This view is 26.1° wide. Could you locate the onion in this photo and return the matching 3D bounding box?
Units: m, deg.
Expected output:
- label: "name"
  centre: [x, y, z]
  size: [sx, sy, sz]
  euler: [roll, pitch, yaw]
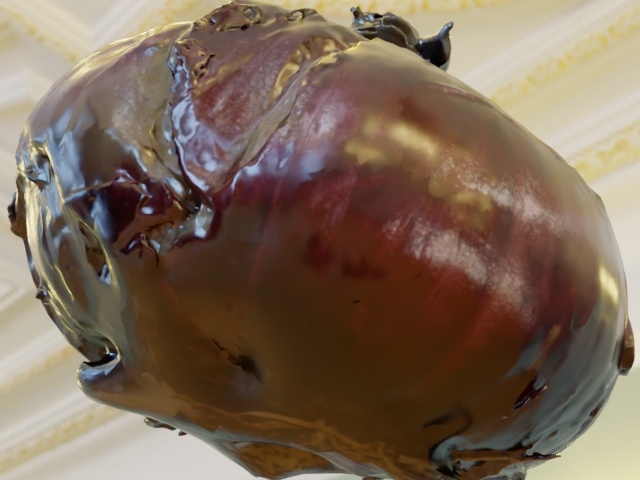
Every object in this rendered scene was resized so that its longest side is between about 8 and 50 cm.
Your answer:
- label: "onion"
  centre: [0.000, 0.000, 0.672]
  size: [0.314, 0.232, 0.314]
  euler: [17, -20, 6]
